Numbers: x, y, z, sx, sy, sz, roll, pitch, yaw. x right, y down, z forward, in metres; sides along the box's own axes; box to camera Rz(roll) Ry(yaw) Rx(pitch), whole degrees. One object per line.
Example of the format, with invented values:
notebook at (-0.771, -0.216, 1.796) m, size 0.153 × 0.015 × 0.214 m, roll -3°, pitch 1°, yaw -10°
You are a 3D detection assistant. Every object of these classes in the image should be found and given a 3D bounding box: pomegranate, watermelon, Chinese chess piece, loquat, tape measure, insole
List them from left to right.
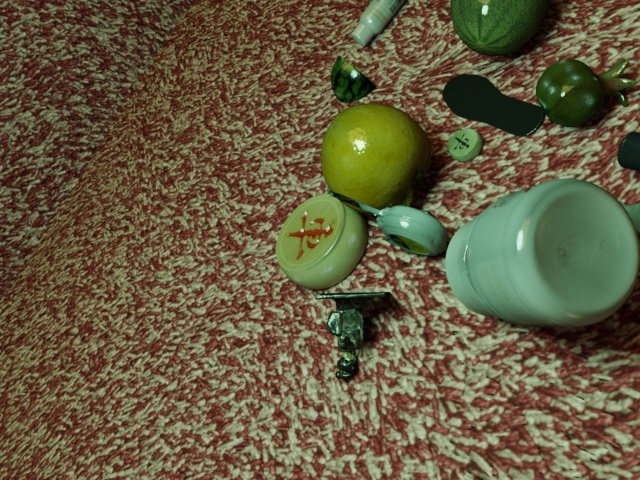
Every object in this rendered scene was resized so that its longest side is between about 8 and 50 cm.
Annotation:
Chinese chess piece at (0.000, 0.000, 1.854) m, size 0.250 × 0.097 × 0.251 m, roll -25°, pitch 46°, yaw 29°
watermelon at (0.093, -0.478, 2.133) m, size 0.125 × 0.135 × 0.094 m, roll -15°, pitch 16°, yaw 39°
loquat at (0.135, -0.189, 1.748) m, size 0.274 × 0.275 × 0.275 m, roll -24°, pitch 47°, yaw 29°
tape measure at (0.155, -0.059, 1.573) m, size 0.164 × 0.330 × 0.084 m, roll 5°, pitch 68°, yaw 43°
Chinese chess piece at (0.345, -0.227, 1.748) m, size 0.084 × 0.034 × 0.084 m, roll -23°, pitch 49°, yaw 29°
insole at (0.410, -0.331, 1.785) m, size 0.119 × 0.009 × 0.348 m, roll -52°, pitch 40°, yaw 2°
pomegranate at (0.560, -0.319, 1.558) m, size 0.191 × 0.131 × 0.152 m, roll -17°, pitch 41°, yaw 5°

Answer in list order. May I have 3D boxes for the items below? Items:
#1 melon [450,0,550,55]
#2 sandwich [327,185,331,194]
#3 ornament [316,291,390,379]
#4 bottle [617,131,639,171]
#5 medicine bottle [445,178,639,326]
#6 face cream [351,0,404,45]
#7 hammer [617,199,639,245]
melon at (0.435, -0.589, 1.774) m, size 0.237 × 0.237 × 0.302 m, roll 1°, pitch 63°, yaw 43°
sandwich at (0.050, -0.208, 1.948) m, size 0.079 × 0.113 × 0.163 m, roll 22°, pitch 78°, yaw 49°
ornament at (0.078, 0.212, 1.630) m, size 0.153 × 0.166 × 0.196 m, roll -1°, pitch 88°, yaw 10°
bottle at (0.671, -0.143, 1.350) m, size 0.082 × 0.072 × 0.244 m, roll -33°, pitch 34°, yaw -25°
medicine bottle at (0.377, 0.033, 1.304) m, size 0.245 × 0.245 × 0.306 m, roll -64°, pitch 12°, yaw -14°
face cream at (0.192, -0.703, 2.207) m, size 0.269 × 0.082 × 0.082 m, roll -53°, pitch 40°, yaw -1°
hammer at (0.554, 0.034, 1.357) m, size 0.227 × 0.041 × 0.158 m, roll -55°, pitch 38°, yaw -5°
